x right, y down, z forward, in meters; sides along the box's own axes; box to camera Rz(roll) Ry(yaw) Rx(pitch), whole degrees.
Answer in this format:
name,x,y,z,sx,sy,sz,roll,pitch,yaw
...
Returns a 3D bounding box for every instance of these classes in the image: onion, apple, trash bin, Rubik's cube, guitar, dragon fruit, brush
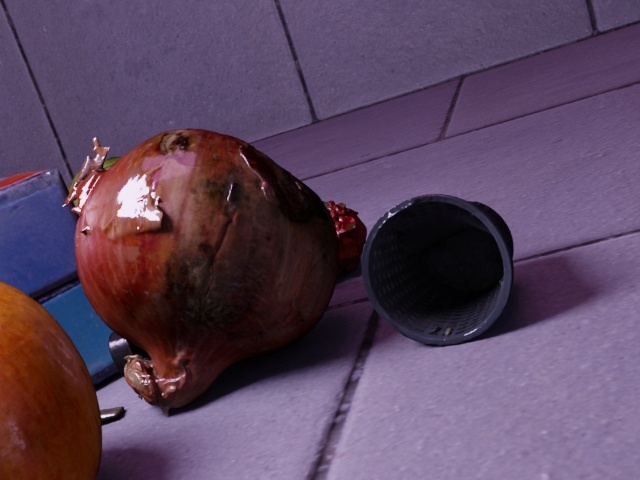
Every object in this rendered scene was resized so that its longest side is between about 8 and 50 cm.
name,x,y,z,sx,sy,sz,roll,pitch,yaw
onion,-0.150,0.009,1.146,0.353,0.354,0.353,-18,14,5
apple,-0.371,0.187,0.906,0.299,0.275,0.299,-14,19,5
trash bin,0.155,0.022,1.083,0.175,0.175,0.161,-13,4,23
Rubik's cube,-0.501,0.096,1.320,0.318,0.316,0.313,-30,18,-32
guitar,-0.252,0.099,1.324,0.038,0.084,0.271,-18,31,13
dragon fruit,0.005,0.005,1.407,0.142,0.121,0.130,-39,-5,31
brush,-0.343,0.242,1.158,0.190,0.028,0.034,-11,6,1

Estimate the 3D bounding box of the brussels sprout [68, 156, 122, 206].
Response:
name,x,y,z,sx,sy,sz,roll,pitch,yaw
brussels sprout,-0.394,-0.073,1.972,0.328,0.247,0.328,-22,12,5
